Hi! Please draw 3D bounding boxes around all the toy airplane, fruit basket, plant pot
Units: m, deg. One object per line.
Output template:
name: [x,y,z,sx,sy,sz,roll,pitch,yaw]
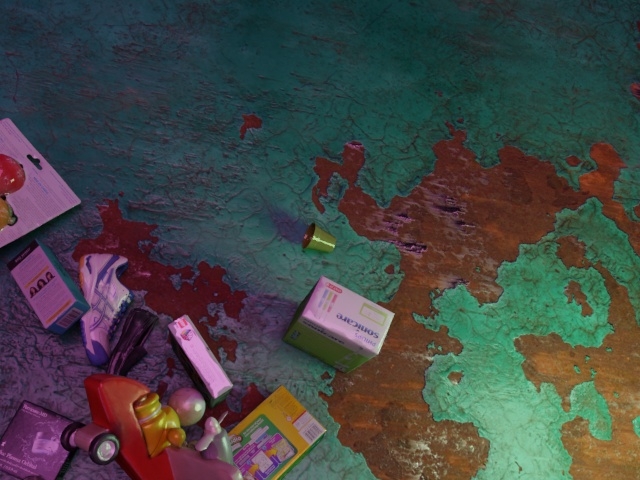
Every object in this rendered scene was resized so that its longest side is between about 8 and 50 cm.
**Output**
toy airplane: [-0.338,0.453,1.370,0.386,0.384,0.272,33,53,9]
fruit basket: [-0.872,-0.125,1.625,0.327,0.165,0.353,47,51,6]
plant pot: [0.000,0.000,1.814,0.079,0.083,0.083,23,66,-19]

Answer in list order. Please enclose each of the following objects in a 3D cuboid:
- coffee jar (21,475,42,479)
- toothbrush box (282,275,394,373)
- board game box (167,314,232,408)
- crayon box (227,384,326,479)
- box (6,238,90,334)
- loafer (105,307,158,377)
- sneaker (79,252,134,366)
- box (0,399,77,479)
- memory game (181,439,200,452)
coffee jar: [-0.668,0.606,1.372,0.184,0.079,0.096,-44,86,18]
toothbrush box: [0.037,0.226,1.620,0.206,0.283,0.122,28,66,-2]
board game box: [-0.290,0.299,1.500,0.053,0.305,0.193,-32,79,-20]
crayon box: [-0.141,0.515,1.550,0.165,0.081,0.278,42,61,19]
box: [-0.675,0.112,1.548,0.100,0.060,0.244,-43,60,-4]
loafer: [-0.478,0.279,1.586,0.078,0.076,0.223,16,63,1]
sneaker: [-0.540,0.169,1.594,0.131,0.112,0.296,-4,72,-15]
box: [-0.656,0.478,1.460,0.156,0.093,0.158,25,65,-4]
memory game: [-0.309,0.563,1.489,0.186,0.186,0.012,60,24,11]
